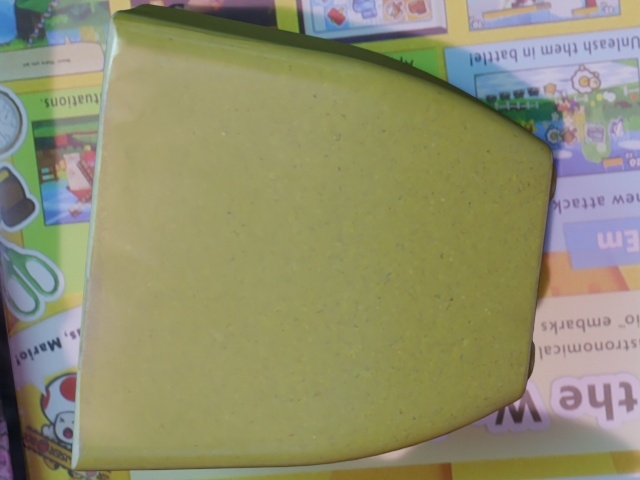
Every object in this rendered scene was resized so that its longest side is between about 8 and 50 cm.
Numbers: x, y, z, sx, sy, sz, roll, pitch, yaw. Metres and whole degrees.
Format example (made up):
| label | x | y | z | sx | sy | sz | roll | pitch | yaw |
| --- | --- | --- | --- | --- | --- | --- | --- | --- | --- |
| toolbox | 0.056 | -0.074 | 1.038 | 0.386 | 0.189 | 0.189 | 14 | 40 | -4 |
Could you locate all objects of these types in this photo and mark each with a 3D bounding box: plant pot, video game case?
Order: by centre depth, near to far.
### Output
| label | x | y | z | sx | sy | sz | roll | pitch | yaw |
| --- | --- | --- | --- | --- | --- | --- | --- | --- | --- |
| plant pot | 0.000 | 0.000 | 0.347 | 0.083 | 0.081 | 0.081 | 6 | 99 | -2 |
| video game case | 0.035 | -0.044 | 0.387 | 0.227 | 0.026 | 0.206 | -5 | 97 | 9 |

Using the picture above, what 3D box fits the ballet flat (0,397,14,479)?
| label | x | y | z | sx | sy | sz | roll | pitch | yaw |
| --- | --- | --- | --- | --- | --- | --- | --- | --- | --- |
| ballet flat | -0.100 | 0.070 | 0.399 | 0.077 | 0.079 | 0.221 | -23 | 97 | -20 |
